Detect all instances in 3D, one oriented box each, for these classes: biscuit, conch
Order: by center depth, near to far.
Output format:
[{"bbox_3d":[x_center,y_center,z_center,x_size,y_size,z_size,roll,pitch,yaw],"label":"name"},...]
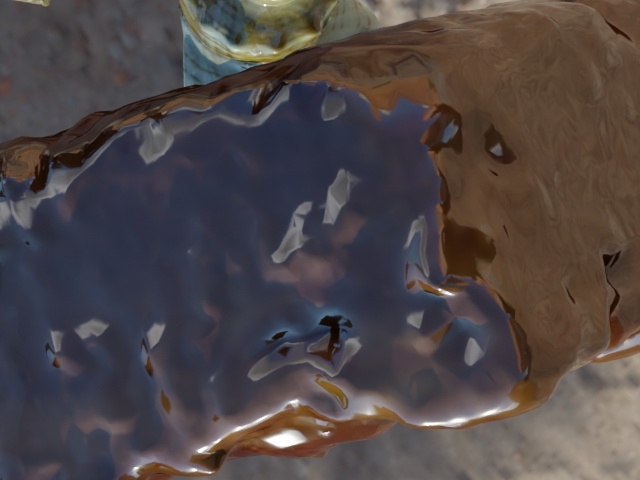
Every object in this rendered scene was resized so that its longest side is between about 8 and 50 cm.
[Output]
[{"bbox_3d":[0.000,0.000,0.827,0.395,0.342,0.166,-15,94,35],"label":"biscuit"},{"bbox_3d":[-0.043,-0.157,1.554,0.169,0.203,0.386,27,156,15],"label":"conch"}]

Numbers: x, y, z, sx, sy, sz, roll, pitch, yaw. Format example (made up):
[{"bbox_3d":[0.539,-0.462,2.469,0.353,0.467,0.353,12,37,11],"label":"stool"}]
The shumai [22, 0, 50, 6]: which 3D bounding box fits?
[{"bbox_3d":[-0.192,-0.389,1.675,0.283,0.346,0.217,-18,120,42],"label":"shumai"}]
